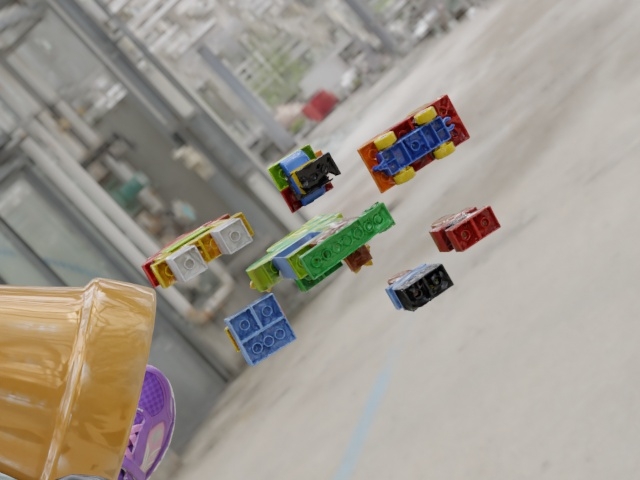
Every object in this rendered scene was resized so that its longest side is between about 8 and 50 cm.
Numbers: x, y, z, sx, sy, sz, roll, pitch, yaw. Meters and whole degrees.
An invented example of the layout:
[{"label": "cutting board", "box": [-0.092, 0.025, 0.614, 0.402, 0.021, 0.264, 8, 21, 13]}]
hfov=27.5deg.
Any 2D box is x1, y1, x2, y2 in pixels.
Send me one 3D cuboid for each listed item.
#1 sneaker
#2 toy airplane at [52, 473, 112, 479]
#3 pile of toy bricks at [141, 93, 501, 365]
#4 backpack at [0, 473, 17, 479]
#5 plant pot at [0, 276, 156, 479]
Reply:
[{"label": "sneaker", "box": [-0.230, 0.252, 1.496, 0.104, 0.095, 0.236, 125, 167, -71]}, {"label": "toy airplane", "box": [-0.195, 0.282, 0.491, 0.273, 0.386, 0.384, -4, 0, -5]}, {"label": "pile of toy bricks", "box": [0.000, 0.000, 0.818, 0.212, 0.118, 0.105, -32, 10, -17]}, {"label": "backpack", "box": [-0.317, 0.270, 1.281, 0.144, 0.166, 0.188, -58, 1, 23]}, {"label": "plant pot", "box": [-0.260, 0.120, 1.142, 0.205, 0.188, 0.205, -166, 90, -78]}]
